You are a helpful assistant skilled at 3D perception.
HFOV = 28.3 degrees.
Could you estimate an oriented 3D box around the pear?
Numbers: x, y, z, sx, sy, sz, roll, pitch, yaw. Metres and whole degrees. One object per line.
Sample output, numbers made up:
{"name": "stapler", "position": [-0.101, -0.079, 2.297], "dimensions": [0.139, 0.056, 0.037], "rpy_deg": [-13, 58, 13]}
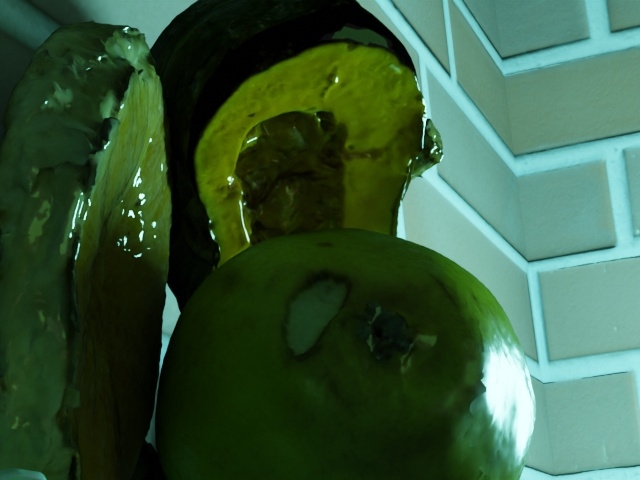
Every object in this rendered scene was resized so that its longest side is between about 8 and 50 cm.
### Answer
{"name": "pear", "position": [0.016, 0.117, 0.885], "dimensions": [0.321, 0.269, 0.269], "rpy_deg": [128, -35, -60]}

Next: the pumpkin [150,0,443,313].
{"name": "pumpkin", "position": [-0.033, -0.082, 1.026], "dimensions": [0.232, 0.242, 0.325], "rpy_deg": [-117, -152, -46]}

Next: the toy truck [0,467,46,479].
{"name": "toy truck", "position": [-0.161, 0.205, 0.577], "dimensions": [0.128, 0.135, 0.260], "rpy_deg": [-124, -146, -48]}

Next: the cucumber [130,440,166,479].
{"name": "cucumber", "position": [-0.131, 0.206, 0.898], "dimensions": [0.116, 0.062, 0.115], "rpy_deg": [-59, 141, -48]}

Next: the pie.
{"name": "pie", "position": [-0.147, 0.025, 0.785], "dimensions": [0.339, 0.083, 0.340], "rpy_deg": [-175, -90, -88]}
